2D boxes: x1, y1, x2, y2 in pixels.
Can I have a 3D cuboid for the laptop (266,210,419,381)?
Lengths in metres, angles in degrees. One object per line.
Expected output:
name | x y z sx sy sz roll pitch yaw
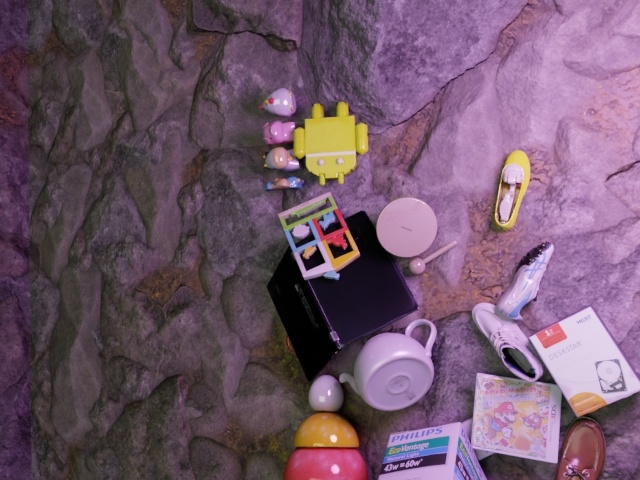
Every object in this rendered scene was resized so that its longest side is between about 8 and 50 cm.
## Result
laptop | 0.049 0.184 1.815 0.382 0.236 0.408 63 144 26

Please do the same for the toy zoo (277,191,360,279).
toy zoo | 0.000 0.000 1.765 0.192 0.030 0.293 -24 63 -2

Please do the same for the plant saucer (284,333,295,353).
plant saucer | -0.087 0.351 1.923 0.083 0.013 0.084 0 89 29

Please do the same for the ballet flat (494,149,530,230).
ballet flat | 0.535 -0.141 1.554 0.077 0.077 0.231 14 96 29

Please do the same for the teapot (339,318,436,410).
teapot | 0.209 0.367 1.667 0.187 0.255 0.253 -113 28 -59

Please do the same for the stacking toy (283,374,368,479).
stacking toy | 0.024 0.668 1.739 0.350 0.350 0.480 -8 69 28

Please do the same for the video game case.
video game case | 0.538 0.486 1.527 0.226 0.026 0.207 5 81 16

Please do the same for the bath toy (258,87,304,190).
bath toy | -0.141 -0.344 1.882 0.128 0.151 0.349 -6 84 11

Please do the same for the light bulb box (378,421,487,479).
light bulb box | 0.314 0.742 1.442 0.225 0.361 0.358 -20 106 26

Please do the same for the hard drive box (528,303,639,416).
hard drive box | 0.694 0.313 1.455 0.181 0.089 0.232 -36 73 23

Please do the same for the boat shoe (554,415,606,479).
boat shoe | 0.677 0.620 1.451 0.110 0.104 0.308 10 94 28

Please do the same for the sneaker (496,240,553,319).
sneaker | 0.579 0.112 1.534 0.086 0.085 0.237 29 100 -1

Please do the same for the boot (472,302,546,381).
boot | 0.515 0.277 1.532 0.258 0.123 0.095 45 109 21

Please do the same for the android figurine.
android figurine | 0.033 -0.317 1.818 0.248 0.056 0.273 0 87 10

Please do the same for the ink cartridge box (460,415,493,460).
ink cartridge box | 0.443 0.573 1.602 0.150 0.063 0.109 -37 73 22

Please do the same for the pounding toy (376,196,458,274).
pounding toy | 0.275 -0.032 1.697 0.183 0.110 0.237 -41 100 10
